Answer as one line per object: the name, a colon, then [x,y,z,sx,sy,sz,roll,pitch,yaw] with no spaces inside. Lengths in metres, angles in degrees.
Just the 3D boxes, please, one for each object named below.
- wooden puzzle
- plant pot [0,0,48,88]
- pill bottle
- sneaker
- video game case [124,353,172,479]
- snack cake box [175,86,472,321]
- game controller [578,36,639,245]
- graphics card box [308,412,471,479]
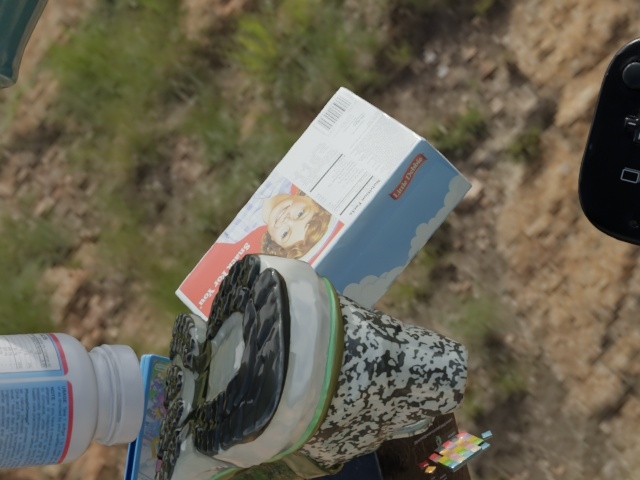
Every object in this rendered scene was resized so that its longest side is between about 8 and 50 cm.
wooden puzzle: [0.141,0.217,1.608,0.083,0.006,0.049,-32,21,-21]
plant pot: [-0.292,-0.248,1.135,0.271,0.271,0.255,4,85,44]
pill bottle: [-0.200,0.104,1.008,0.087,0.160,0.087,3,93,63]
sneaker: [-0.014,0.126,1.125,0.410,0.182,0.158,144,136,-70]
video game case: [-0.115,0.189,1.328,0.015,0.119,0.166,-5,73,43]
snack cake box: [0.000,0.000,1.482,0.264,0.089,0.152,-50,40,0]
game controller: [0.361,-0.052,1.192,0.319,0.067,0.167,15,84,21]
graphics card box: [0.095,0.322,1.674,0.094,0.233,0.371,-13,92,26]
